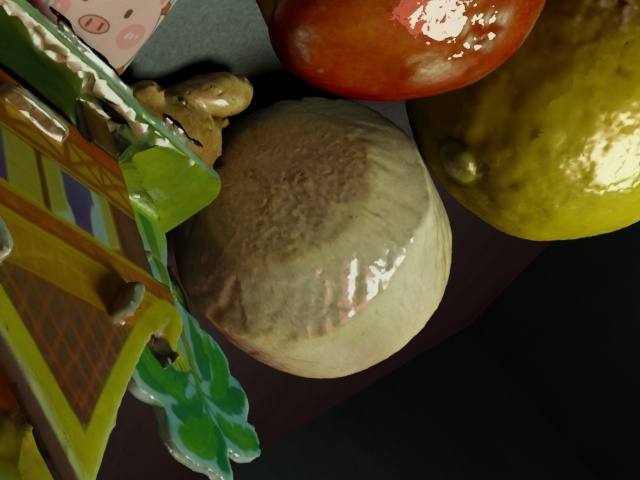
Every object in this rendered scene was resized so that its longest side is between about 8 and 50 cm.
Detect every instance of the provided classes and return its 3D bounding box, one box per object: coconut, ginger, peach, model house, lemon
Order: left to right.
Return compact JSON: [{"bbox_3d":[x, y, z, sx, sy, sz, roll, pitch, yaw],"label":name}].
[{"bbox_3d":[-0.187,0.056,0.442,0.243,0.312,0.357,-29,145,10],"label":"model house"},{"bbox_3d":[-0.144,-0.091,0.686,0.115,0.081,0.205,-35,173,38],"label":"ginger"},{"bbox_3d":[0.000,0.000,0.863,0.329,0.328,0.328,-33,161,-13],"label":"coconut"},{"bbox_3d":[0.058,-0.218,0.561,0.244,0.199,0.243,-17,134,-19],"label":"peach"},{"bbox_3d":[0.248,-0.157,0.825,0.364,0.364,0.364,-33,161,-13],"label":"lemon"}]

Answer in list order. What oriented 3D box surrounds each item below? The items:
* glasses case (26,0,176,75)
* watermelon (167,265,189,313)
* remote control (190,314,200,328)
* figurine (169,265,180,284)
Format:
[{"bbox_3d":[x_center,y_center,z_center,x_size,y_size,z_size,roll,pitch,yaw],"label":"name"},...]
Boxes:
[{"bbox_3d":[-0.156,-0.161,0.511,0.266,0.067,0.103,-46,155,23],"label":"glasses case"},{"bbox_3d":[-0.237,0.055,0.769,0.204,0.127,0.232,-22,152,12],"label":"watermelon"},{"bbox_3d":[-0.258,0.136,1.073,0.098,0.038,0.233,-43,160,13],"label":"remote control"},{"bbox_3d":[-0.209,0.046,0.915,0.086,0.082,0.094,-44,180,-40],"label":"figurine"}]
